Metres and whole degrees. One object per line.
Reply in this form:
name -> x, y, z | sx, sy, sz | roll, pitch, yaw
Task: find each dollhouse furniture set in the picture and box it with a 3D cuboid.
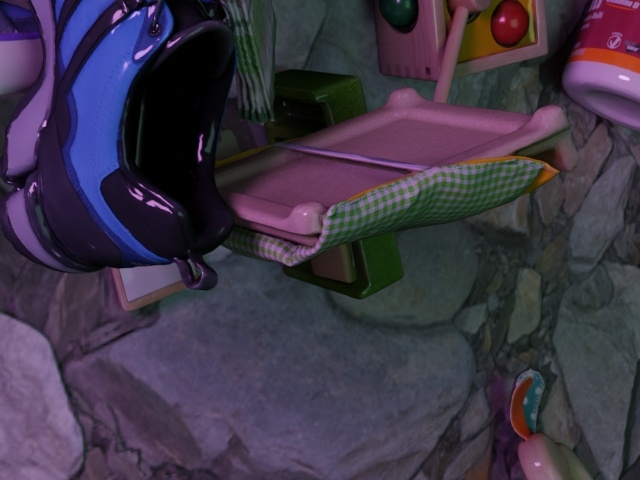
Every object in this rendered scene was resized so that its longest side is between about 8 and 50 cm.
dollhouse furniture set -> 0.000, 0.000, 0.852 | 0.197, 0.301, 0.151 | -23, 112, -30

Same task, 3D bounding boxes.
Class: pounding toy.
pounding toy -> 0.101, -0.170, 1.013 | 0.141, 0.100, 0.130 | -18, 110, -32

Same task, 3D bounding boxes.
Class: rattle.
rattle -> 0.172, 0.224, 1.199 | 0.200, 0.142, 0.130 | 52, 36, -16

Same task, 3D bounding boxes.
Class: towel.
towel -> -0.050, -0.158, 0.818 | 0.023, 0.113, 0.152 | -7, 135, 6

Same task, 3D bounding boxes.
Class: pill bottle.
pill bottle -> 0.294, -0.206, 1.132 | 0.121, 0.121, 0.221 | 28, 83, -37

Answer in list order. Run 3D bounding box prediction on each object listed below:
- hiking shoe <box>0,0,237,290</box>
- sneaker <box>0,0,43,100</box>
hiking shoe -> -0.093, -0.131, 0.720 | 0.113, 0.132, 0.304 | -10, 101, -52
sneaker -> -0.276, -0.178, 0.722 | 0.323, 0.130, 0.236 | -13, 94, -49
